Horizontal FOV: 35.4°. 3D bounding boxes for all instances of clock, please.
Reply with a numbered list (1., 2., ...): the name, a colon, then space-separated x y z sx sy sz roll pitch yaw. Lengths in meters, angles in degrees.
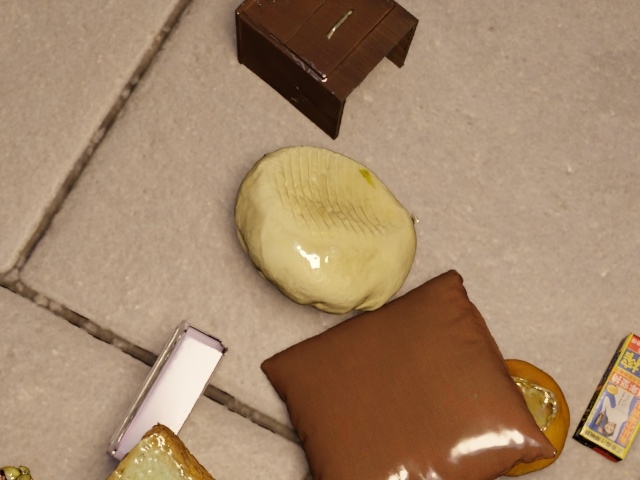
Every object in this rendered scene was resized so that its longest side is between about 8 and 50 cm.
1. clock: -0.198 0.208 1.310 0.073 0.144 0.193 30 76 -2

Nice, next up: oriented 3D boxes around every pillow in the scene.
1. pillow: 0.101 0.213 1.294 0.305 0.108 0.308 -26 49 2

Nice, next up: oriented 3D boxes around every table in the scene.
1. table: 0.007 -0.287 1.426 0.193 0.172 0.169 41 77 6

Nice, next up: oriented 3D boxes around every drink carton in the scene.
1. drink carton: 0.420 0.219 1.396 0.071 0.056 0.166 29 76 12

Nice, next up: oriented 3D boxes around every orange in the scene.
1. orange: 0.261 0.234 1.343 0.156 0.134 0.156 6 65 -13

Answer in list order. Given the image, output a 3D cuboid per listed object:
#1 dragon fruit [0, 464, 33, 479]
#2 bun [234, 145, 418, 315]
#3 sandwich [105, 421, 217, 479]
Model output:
1. dragon fruit: -0.412 0.373 1.254 0.166 0.160 0.172 -22 70 34
2. bun: 0.000 0.000 1.357 0.259 0.160 0.259 15 38 -12
3. sandwich: -0.169 0.387 1.145 0.273 0.095 0.249 40 86 11
